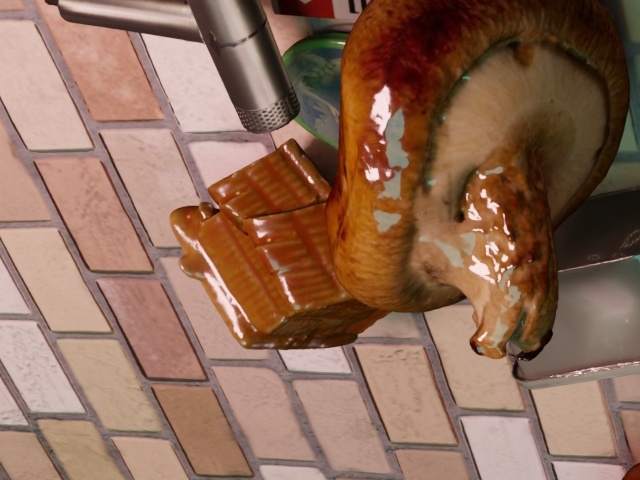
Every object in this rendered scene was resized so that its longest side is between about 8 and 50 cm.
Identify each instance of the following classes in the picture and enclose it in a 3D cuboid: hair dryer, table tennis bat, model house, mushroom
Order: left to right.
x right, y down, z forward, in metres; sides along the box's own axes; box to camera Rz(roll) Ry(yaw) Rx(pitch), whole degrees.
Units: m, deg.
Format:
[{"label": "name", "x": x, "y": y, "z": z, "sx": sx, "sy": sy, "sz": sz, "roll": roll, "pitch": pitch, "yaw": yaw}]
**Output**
[{"label": "hair dryer", "x": -0.176, "y": -0.246, "z": 1.747, "sx": 0.284, "sy": 0.156, "sz": 0.320, "roll": 7, "pitch": 137, "yaw": 19}, {"label": "model house", "x": -0.001, "y": 0.001, "z": 1.967, "sx": 0.229, "sy": 0.219, "sz": 0.199, "roll": -33, "pitch": 77, "yaw": 38}, {"label": "table tennis bat", "x": 0.075, "y": -0.138, "z": 1.871, "sx": 0.257, "sy": 0.039, "sz": 0.160, "roll": 9, "pitch": 141, "yaw": 16}, {"label": "mushroom", "x": 0.155, "y": -0.079, "z": 1.677, "sx": 0.259, "sy": 0.345, "sz": 0.345, "roll": 40, "pitch": 156, "yaw": 39}]

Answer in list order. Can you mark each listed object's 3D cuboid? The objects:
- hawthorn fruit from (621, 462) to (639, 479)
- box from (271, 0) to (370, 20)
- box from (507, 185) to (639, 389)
[{"label": "hawthorn fruit", "x": 0.420, "y": 0.376, "z": 2.196, "sx": 0.208, "sy": 0.208, "sz": 0.248, "roll": 2, "pitch": 149, "yaw": 19}, {"label": "box", "x": 0.036, "y": -0.256, "z": 1.749, "sx": 0.177, "sy": 0.036, "sz": 0.115, "roll": 6, "pitch": 138, "yaw": 15}, {"label": "box", "x": 0.285, "y": 0.042, "z": 1.905, "sx": 0.243, "sy": 0.163, "sz": 0.135, "roll": -13, "pitch": 122, "yaw": 34}]
